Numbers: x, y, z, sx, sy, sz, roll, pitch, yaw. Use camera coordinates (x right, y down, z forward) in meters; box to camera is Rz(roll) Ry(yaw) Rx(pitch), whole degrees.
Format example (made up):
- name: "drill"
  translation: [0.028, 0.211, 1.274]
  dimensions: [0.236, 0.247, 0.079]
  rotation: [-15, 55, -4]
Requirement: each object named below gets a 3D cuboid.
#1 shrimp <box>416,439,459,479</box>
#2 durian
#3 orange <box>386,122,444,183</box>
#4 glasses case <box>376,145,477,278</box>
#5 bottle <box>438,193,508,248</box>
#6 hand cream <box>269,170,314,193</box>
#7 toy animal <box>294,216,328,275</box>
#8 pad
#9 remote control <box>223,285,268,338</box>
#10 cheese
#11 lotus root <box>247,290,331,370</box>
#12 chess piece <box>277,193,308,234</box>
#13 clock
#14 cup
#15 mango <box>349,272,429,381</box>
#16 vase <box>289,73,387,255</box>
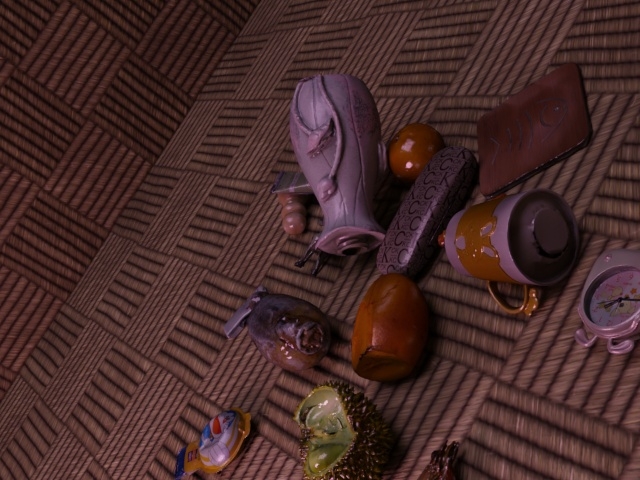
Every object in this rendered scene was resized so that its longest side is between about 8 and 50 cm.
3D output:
- name: "shrimp"
  translation: [0.201, 0.483, 1.588]
  dimensions: [0.145, 0.061, 0.267]
  rotation: [1, 56, 45]
- name: "durian"
  translation: [0.043, 0.402, 1.775]
  dimensions: [0.200, 0.176, 0.237]
  rotation: [-38, 37, 6]
- name: "orange"
  translation: [0.232, -0.219, 2.209]
  dimensions: [0.156, 0.124, 0.156]
  rotation: [-35, 34, 28]
- name: "glasses case"
  translation: [0.247, -0.066, 2.066]
  dimensions: [0.137, 0.085, 0.355]
  rotation: [12, 69, 56]
- name: "bottle"
  translation: [0.336, -0.033, 1.930]
  dimensions: [0.187, 0.069, 0.069]
  rotation: [-31, 37, 37]
- name: "hand cream"
  translation: [-0.031, -0.161, 2.506]
  dimensions: [0.235, 0.055, 0.086]
  rotation: [6, 51, 29]
- name: "toy animal"
  translation: [0.005, 0.003, 2.314]
  dimensions: [0.176, 0.073, 0.217]
  rotation: [-62, 0, 4]
- name: "pad"
  translation: [0.474, -0.253, 2.013]
  dimensions: [0.284, 0.018, 0.287]
  rotation: [-31, 37, 34]
- name: "remote control"
  translation: [-0.208, 0.199, 2.480]
  dimensions: [0.166, 0.029, 0.065]
  rotation: [-49, 29, 6]
- name: "cheese"
  translation: [-0.266, 0.508, 2.197]
  dimensions: [0.270, 0.069, 0.177]
  rotation: [-35, 34, 28]
- name: "lotus root"
  translation: [-0.083, 0.216, 2.170]
  dimensions: [0.175, 0.175, 0.349]
  rotation: [-55, 26, -4]
- name: "chess piece"
  translation: [-0.076, -0.086, 2.550]
  dimensions: [0.094, 0.094, 0.171]
  rotation: [-33, 43, 31]
- name: "clock"
  translation: [0.520, 0.108, 1.530]
  dimensions: [0.151, 0.062, 0.191]
  rotation: [10, 68, 57]
- name: "cup"
  translation: [0.368, 0.026, 1.745]
  dimensions: [0.226, 0.185, 0.241]
  rotation: [-4, 86, 59]
- name: "mango"
  translation: [0.153, 0.170, 1.909]
  dimensions: [0.187, 0.138, 0.257]
  rotation: [-43, 24, 50]
- name: "vase"
  translation: [0.050, -0.183, 2.209]
  dimensions: [0.250, 0.250, 0.446]
  rotation: [-24, 66, 40]
